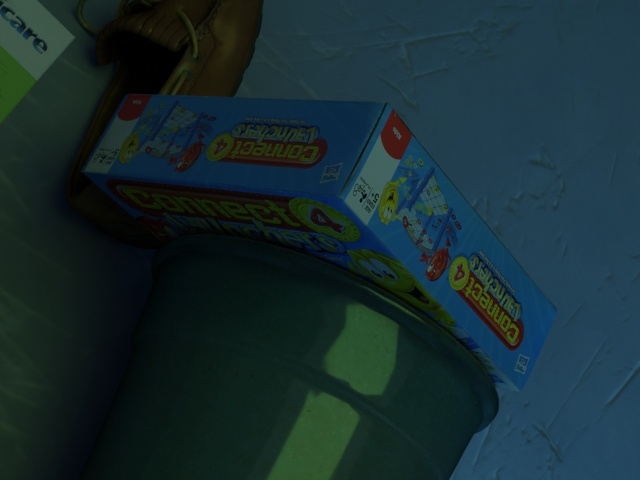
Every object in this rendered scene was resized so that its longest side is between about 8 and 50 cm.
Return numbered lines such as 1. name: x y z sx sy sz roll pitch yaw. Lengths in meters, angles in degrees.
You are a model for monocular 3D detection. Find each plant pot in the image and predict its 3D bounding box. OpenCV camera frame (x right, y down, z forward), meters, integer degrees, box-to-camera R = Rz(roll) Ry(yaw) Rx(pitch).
1. plant pot: -0.066 0.224 1.095 0.341 0.341 0.334 38 65 -25

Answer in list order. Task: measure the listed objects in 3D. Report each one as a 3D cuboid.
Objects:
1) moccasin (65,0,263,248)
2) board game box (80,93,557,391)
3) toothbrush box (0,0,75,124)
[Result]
1. moccasin: -0.161 -0.183 1.254 0.147 0.139 0.380 33 68 -38
2. board game box: 0.000 0.000 1.101 0.302 0.308 0.086 45 63 -41
3. toothbrush box: -0.354 -0.080 1.006 0.122 0.206 0.283 46 54 -19
